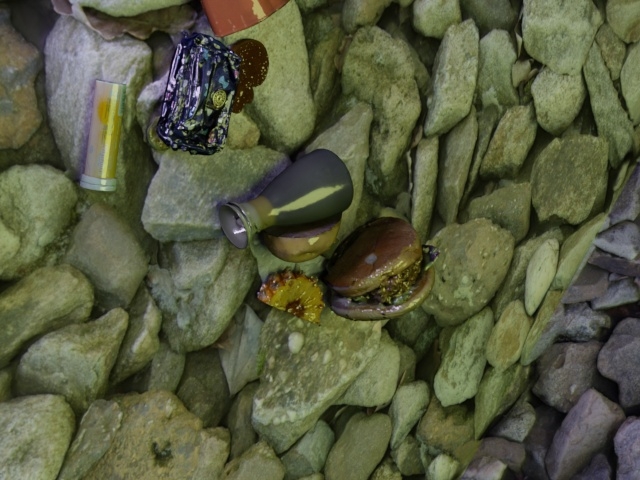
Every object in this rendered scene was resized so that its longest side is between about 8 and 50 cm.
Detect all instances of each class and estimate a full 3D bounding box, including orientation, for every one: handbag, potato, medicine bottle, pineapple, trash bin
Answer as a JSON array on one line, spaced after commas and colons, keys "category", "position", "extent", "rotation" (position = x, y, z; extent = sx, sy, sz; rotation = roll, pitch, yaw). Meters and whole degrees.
[{"category": "handbag", "position": [-0.261, -0.312, 1.868], "extent": [0.162, 0.113, 0.260], "rotation": [13, 90, -45]}, {"category": "potato", "position": [-0.022, -0.005, 2.209], "extent": [0.243, 0.138, 0.098], "rotation": [-19, 118, -27]}, {"category": "medicine bottle", "position": [-0.436, -0.212, 1.752], "extent": [0.074, 0.074, 0.218], "rotation": [-1, 104, -48]}, {"category": "pineapple", "position": [-0.060, 0.134, 2.304], "extent": [0.233, 0.079, 0.135], "rotation": [32, 79, -49]}, {"category": "trash bin", "position": [0.000, 0.000, 2.344], "extent": [0.092, 0.043, 0.061], "rotation": [39, 76, -45]}]

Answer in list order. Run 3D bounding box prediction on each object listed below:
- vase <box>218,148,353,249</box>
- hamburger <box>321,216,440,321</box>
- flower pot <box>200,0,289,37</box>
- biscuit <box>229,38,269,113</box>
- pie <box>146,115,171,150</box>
[{"category": "vase", "position": [-0.086, -0.095, 2.121], "extent": [0.321, 0.173, 0.173], "rotation": [-27, 125, -33]}, {"category": "hamburger", "position": [0.172, 0.086, 2.403], "extent": [0.318, 0.276, 0.195], "rotation": [-39, 123, -24]}, {"category": "flower pot", "position": [-0.180, -0.549, 1.824], "extent": [0.190, 0.190, 0.173], "rotation": [-41, 120, -29]}, {"category": "biscuit", "position": [-0.181, -0.381, 1.994], "extent": [0.124, 0.026, 0.175], "rotation": [31, 82, -48]}, {"category": "pie", "position": [-0.342, -0.234, 1.884], "extent": [0.085, 0.017, 0.085], "rotation": [-20, 119, -41]}]
